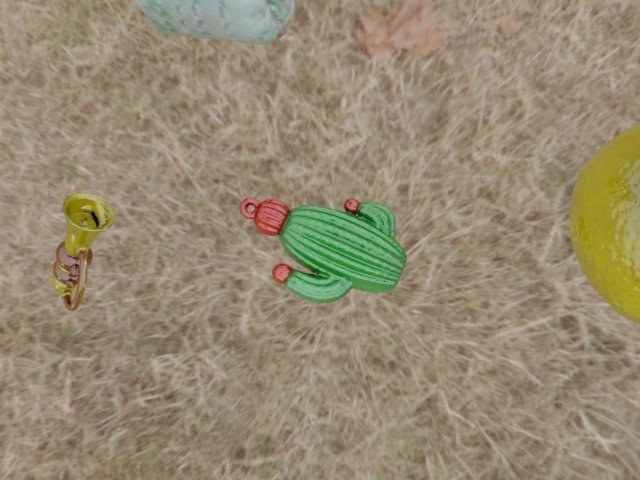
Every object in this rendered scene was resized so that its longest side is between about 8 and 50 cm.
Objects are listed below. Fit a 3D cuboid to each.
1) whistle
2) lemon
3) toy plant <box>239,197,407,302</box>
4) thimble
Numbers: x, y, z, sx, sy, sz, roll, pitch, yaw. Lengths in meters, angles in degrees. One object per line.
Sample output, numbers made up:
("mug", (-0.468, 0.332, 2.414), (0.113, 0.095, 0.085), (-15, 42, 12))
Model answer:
("whistle", (-0.214, 0.017, 0.909), (0.057, 0.046, 0.109), (40, 129, 22))
("lemon", (0.432, -0.016, 1.241), (0.268, 0.267, 0.267), (0, 87, 2))
("toy plant", (0.006, 0.013, 1.453), (0.241, 0.088, 0.154), (-1, 80, -12))
("thimble", (-0.103, -0.300, 1.018), (0.149, 0.211, 0.185), (9, 73, 9))
